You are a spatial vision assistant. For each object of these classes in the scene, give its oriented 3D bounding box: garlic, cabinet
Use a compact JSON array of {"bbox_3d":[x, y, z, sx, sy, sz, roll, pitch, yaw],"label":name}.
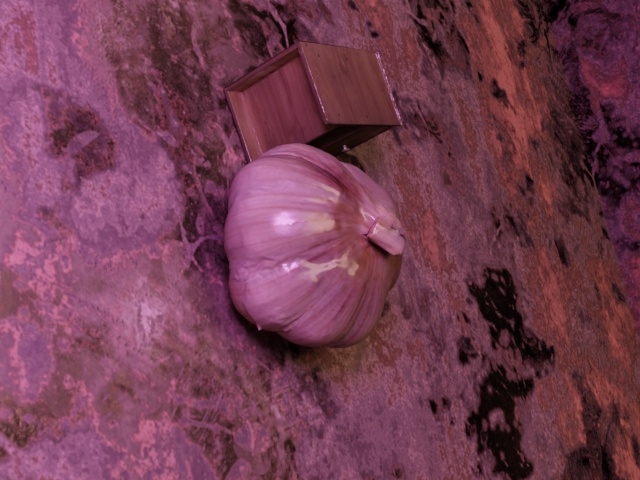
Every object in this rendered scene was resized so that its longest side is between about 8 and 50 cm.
[{"bbox_3d":[-0.014,0.006,1.460,0.322,0.241,0.322,18,46,-20],"label":"garlic"},{"bbox_3d":[-0.007,-0.214,1.613,0.215,0.175,0.148,-8,77,-53],"label":"cabinet"}]
